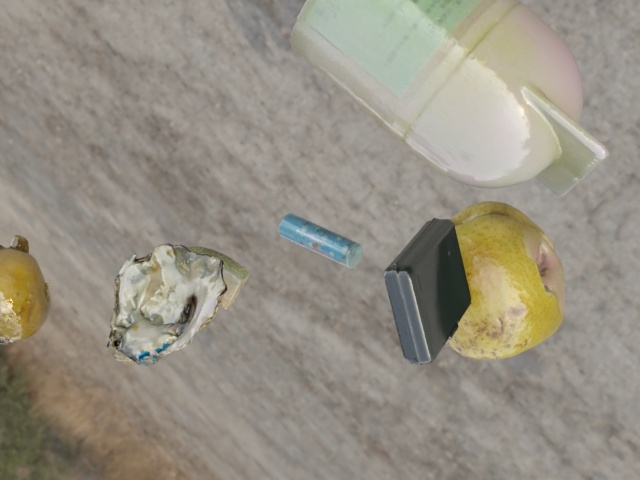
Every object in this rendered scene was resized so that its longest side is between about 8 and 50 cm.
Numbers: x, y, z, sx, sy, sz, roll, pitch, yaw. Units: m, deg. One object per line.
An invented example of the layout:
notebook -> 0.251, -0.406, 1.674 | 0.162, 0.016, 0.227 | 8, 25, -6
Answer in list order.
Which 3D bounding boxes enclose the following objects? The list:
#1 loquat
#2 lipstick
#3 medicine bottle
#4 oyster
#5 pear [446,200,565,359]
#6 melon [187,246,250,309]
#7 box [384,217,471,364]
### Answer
loquat -> -0.552, 0.088, 1.923 | 0.150, 0.204, 0.172 | 4, 168, 9
lipstick -> 0.000, 0.000, 1.912 | 0.158, 0.048, 0.048 | 25, 149, 33
medicine bottle -> 0.184, -0.212, 1.407 | 0.406, 0.235, 0.235 | 40, 158, 5
oyster -> -0.253, 0.111, 1.823 | 0.223, 0.214, 0.083 | 7, 168, 30
pear -> 0.293, 0.068, 1.862 | 0.271, 0.271, 0.271 | 40, 157, 21
melon -> -0.253, 0.063, 2.460 | 0.182, 0.054, 0.098 | 40, 113, 10
box -> 0.165, 0.071, 1.640 | 0.050, 0.230, 0.160 | -8, 107, 25
